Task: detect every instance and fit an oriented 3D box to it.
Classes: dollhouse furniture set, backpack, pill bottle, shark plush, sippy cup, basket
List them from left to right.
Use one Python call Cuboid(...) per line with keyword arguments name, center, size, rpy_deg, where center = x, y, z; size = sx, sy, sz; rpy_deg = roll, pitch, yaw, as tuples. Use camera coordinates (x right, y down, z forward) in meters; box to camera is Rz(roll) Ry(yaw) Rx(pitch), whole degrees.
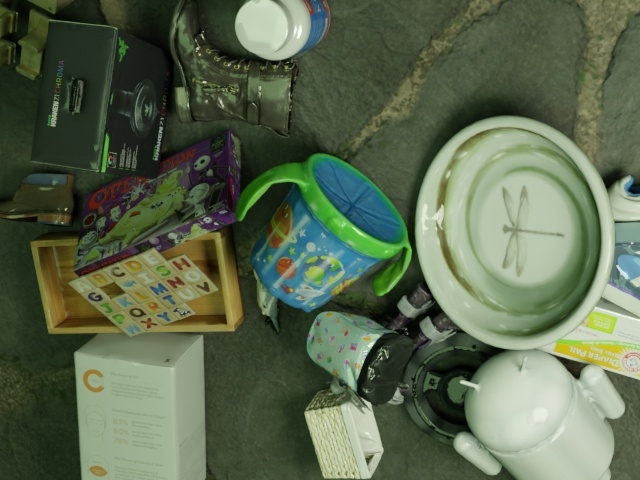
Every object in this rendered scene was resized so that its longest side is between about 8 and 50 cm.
Cuboid(name="dollhouse furniture set", center=(-0.503, -0.416, 1.842), size=(0.212, 0.161, 0.242), rpy_deg=(28, 134, 5))
Cuboid(name="shark plush", center=(-0.088, 0.114, 1.918), size=(0.067, 0.073, 0.161), rpy_deg=(-8, 102, -14))
Cuboid(name="pill bottle", center=(-0.066, -0.374, 1.667), size=(0.124, 0.221, 0.124), rpy_deg=(4, 108, 13))
Cuboid(name="sippy cup", center=(0.000, 0.000, 1.760), size=(0.305, 0.240, 0.224), rpy_deg=(44, 115, 5))
Cuboid(name="basket", center=(0.046, 0.377, 1.933), size=(0.103, 0.113, 0.167), rpy_deg=(-9, 104, 22))
Cuboid(name="backpack", center=(0.066, 0.195, 1.756), size=(0.182, 0.115, 0.151), rpy_deg=(29, 94, 44))

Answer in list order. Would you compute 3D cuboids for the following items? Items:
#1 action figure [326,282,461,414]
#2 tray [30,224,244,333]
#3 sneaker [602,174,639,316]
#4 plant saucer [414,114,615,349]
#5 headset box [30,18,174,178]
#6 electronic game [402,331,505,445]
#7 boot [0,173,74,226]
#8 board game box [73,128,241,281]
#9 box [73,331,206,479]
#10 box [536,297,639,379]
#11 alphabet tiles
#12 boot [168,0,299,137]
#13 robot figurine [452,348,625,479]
Cuboid(name="action figure", center=(0.125, 0.211, 1.843), size=(0.285, 0.099, 0.185), rpy_deg=(-40, 67, 11))
Cuboid(name="tray", center=(-0.369, 0.079, 1.971), size=(0.411, 0.076, 0.202), rpy_deg=(-2, 107, 16))
Cuboid(name="sneaker", center=(0.608, 0.020, 1.654), size=(0.323, 0.130, 0.236), rpy_deg=(26, 114, 15))
Cuboid(name="plant saucer", center=(0.343, -0.016, 1.684), size=(0.401, 0.101, 0.400), rpy_deg=(8, 101, 46))
Cuboid(name="headset box", center=(-0.384, -0.243, 1.731), size=(0.131, 0.283, 0.246), rpy_deg=(9, 92, 12))
Cuboid(name="electronic game", center=(0.272, 0.287, 1.876), size=(0.229, 0.048, 0.229), rpy_deg=(2, 100, 12))
Cuboid(name="boot", center=(-0.593, -0.089, 1.991), size=(0.219, 0.082, 0.106), rpy_deg=(7, 87, 17))
Cuboid(name="board game box", center=(-0.308, -0.065, 1.846), size=(0.347, 0.208, 0.056), rpy_deg=(-22, 131, 20))
Cuboid(name="box", center=(-0.365, 0.368, 2.008), size=(0.215, 0.168, 0.345), rpy_deg=(6, 109, 13))
Cuboid(name="box", center=(0.499, 0.157, 1.746), size=(0.203, 0.103, 0.114), rpy_deg=(15, 110, 10))
Cuboid(name="alphabet tiles", center=(-0.326, 0.098, 1.863), size=(0.237, 0.009, 0.198), rpy_deg=(-20, 135, 20))
Cuboid(name="boot", center=(-0.152, -0.321, 1.790), size=(0.229, 0.091, 0.262), rpy_deg=(2, 112, 10))
Cuboid(name="robot figurine", center=(0.388, 0.326, 1.739), size=(0.300, 0.199, 0.353), rpy_deg=(-33, 124, 14))
